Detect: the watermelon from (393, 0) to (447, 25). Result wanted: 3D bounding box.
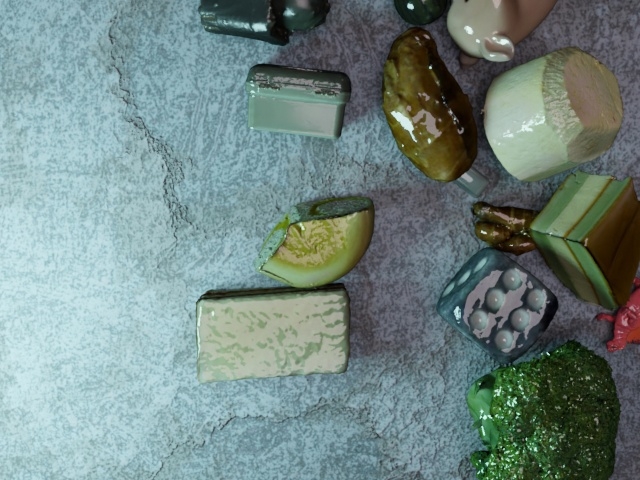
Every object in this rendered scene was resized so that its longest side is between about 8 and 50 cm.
[{"bbox_3d":[0.191,-0.492,1.611,0.105,0.105,0.133,-38,106,3],"label":"watermelon"}]

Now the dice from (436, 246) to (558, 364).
[{"bbox_3d":[0.357,0.132,1.653,0.181,0.183,0.182,38,92,-3],"label":"dice"}]

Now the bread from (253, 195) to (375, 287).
[{"bbox_3d":[-0.010,0.010,1.654,0.261,0.158,0.156,-11,107,0],"label":"bread"}]

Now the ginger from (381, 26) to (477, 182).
[{"bbox_3d":[0.208,-0.269,1.601,0.165,0.172,0.321,-15,92,40],"label":"ginger"}]

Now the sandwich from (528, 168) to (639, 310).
[{"bbox_3d":[0.569,-0.009,1.645,0.198,0.155,0.227,-50,127,-15],"label":"sandwich"}]

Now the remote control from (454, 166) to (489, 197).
[{"bbox_3d":[0.271,-0.160,1.693,0.184,0.027,0.050,37,93,-4],"label":"remote control"}]

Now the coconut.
[{"bbox_3d":[0.439,-0.243,1.591,0.239,0.244,0.239,12,69,-33],"label":"coconut"}]

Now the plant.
[{"bbox_3d":[-0.108,-0.460,1.588,0.256,0.164,0.141,-1,93,14],"label":"plant"}]

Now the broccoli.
[{"bbox_3d":[0.447,0.372,1.625,0.321,0.310,0.413,-16,135,3],"label":"broccoli"}]

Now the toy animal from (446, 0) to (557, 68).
[{"bbox_3d":[0.345,-0.485,1.569,0.256,0.195,0.213,-43,104,0],"label":"toy animal"}]

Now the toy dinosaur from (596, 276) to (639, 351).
[{"bbox_3d":[0.713,0.133,1.726,0.139,0.070,0.286,37,92,-15],"label":"toy dinosaur"}]

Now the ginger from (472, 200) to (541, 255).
[{"bbox_3d":[0.390,-0.021,1.692,0.162,0.073,0.103,12,83,4],"label":"ginger"}]

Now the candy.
[{"bbox_3d":[-0.098,0.187,1.676,0.321,0.135,0.179,-4,96,-2],"label":"candy"}]

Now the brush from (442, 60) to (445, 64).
[{"bbox_3d":[0.271,-0.292,1.684,0.043,0.014,0.169,-17,96,5],"label":"brush"}]

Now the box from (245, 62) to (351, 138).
[{"bbox_3d":[-0.046,-0.279,1.616,0.210,0.148,0.129,7,104,0],"label":"box"}]
